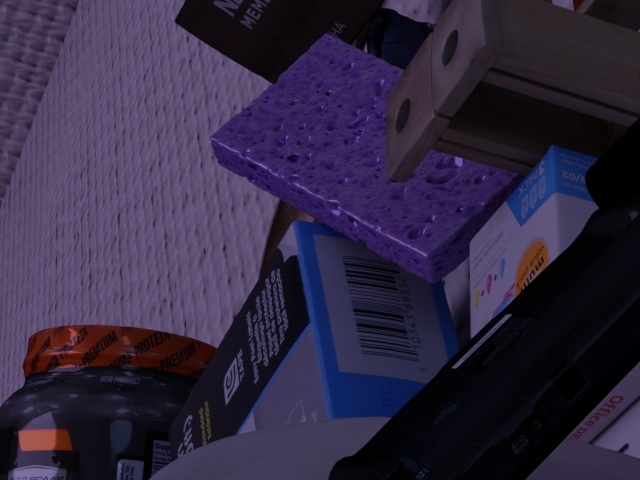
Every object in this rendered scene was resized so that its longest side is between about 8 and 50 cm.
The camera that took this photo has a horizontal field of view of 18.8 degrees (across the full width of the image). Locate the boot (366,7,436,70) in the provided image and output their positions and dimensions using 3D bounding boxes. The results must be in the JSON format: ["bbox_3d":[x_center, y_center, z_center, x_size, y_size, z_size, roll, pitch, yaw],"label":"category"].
[{"bbox_3d":[0.073,-0.079,1.317,0.190,0.086,0.069,-93,25,-46],"label":"boot"}]

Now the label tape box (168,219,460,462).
[{"bbox_3d":[-0.021,0.196,1.269,0.347,0.115,0.249,-57,32,39],"label":"label tape box"}]

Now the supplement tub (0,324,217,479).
[{"bbox_3d":[-0.168,0.248,1.520,0.207,0.207,0.338,146,132,-64],"label":"supplement tub"}]

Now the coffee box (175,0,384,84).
[{"bbox_3d":[0.028,-0.268,1.424,0.168,0.119,0.297,-49,10,53],"label":"coffee box"}]

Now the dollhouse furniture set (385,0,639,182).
[{"bbox_3d":[0.121,-0.124,1.133,0.129,0.129,0.183,126,153,-47],"label":"dollhouse furniture set"}]

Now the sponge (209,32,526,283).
[{"bbox_3d":[0.036,-0.056,1.235,0.117,0.031,0.210,-42,47,-21],"label":"sponge"}]

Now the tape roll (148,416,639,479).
[{"bbox_3d":[0.057,0.167,0.787,0.286,0.286,0.100,-128,41,-69],"label":"tape roll"}]

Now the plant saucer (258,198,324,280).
[{"bbox_3d":[0.000,0.000,1.558,0.198,0.036,0.198,-163,90,-72],"label":"plant saucer"}]

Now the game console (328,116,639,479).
[{"bbox_3d":[0.137,0.000,0.809,0.361,0.044,0.213,-42,7,-20],"label":"game console"}]

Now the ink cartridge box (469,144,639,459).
[{"bbox_3d":[0.131,0.053,1.058,0.104,0.062,0.181,125,154,-47],"label":"ink cartridge box"}]

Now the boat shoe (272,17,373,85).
[{"bbox_3d":[-0.001,-0.220,1.657,0.095,0.095,0.257,-97,29,-52],"label":"boat shoe"}]
